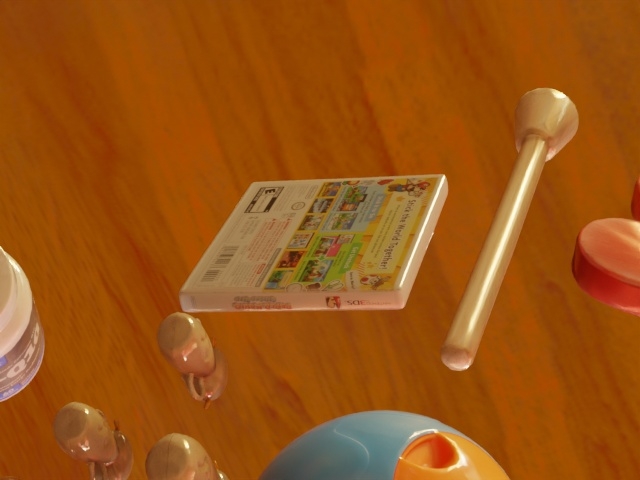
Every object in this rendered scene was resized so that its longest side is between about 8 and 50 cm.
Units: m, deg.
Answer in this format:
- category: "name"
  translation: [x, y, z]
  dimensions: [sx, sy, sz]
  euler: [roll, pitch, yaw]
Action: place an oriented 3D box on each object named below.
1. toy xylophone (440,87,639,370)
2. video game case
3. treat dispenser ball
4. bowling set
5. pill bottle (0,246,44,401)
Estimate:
- category: "toy xylophone"
  translation: [0.174, -0.001, 0.473]
  dimensions: [0.236, 0.322, 0.081]
  euler: [13, 122, 6]
- category: "video game case"
  translation: [0.000, 0.000, 1.244]
  dimensions: [0.206, 0.227, 0.026]
  euler: [-2, 118, 18]
- category: "treat dispenser ball"
  translation: [0.060, 0.305, 1.250]
  dimensions: [0.288, 0.288, 0.288]
  euler: [-2, 96, -16]
- category: "bowling set"
  translation: [-0.169, 0.208, 1.097]
  dimensions: [0.200, 0.154, 0.287]
  euler: [-4, 65, 9]
- category: "pill bottle"
  translation: [-0.205, 0.045, 0.772]
  dimensions: [0.078, 0.137, 0.078]
  euler: [2, 70, -6]
